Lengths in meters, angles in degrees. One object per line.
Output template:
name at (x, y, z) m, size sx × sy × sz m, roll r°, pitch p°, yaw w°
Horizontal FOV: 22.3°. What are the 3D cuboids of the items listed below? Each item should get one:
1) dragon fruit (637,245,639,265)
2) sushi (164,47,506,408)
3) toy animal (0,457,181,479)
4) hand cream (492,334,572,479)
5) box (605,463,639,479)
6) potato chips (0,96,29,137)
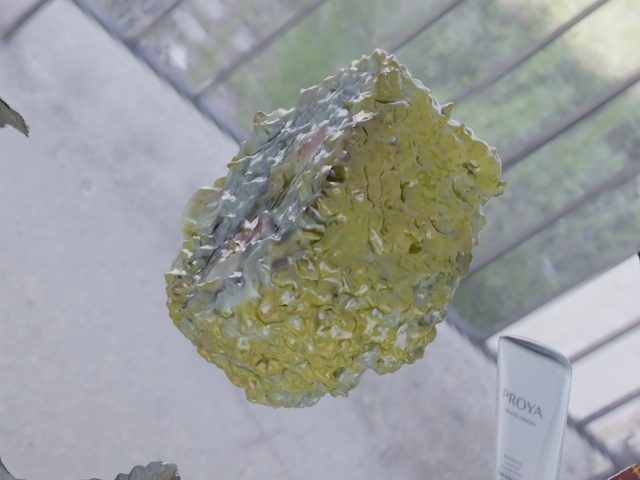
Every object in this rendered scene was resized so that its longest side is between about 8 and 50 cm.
dragon fruit at (0.360, 0.003, 1.361) m, size 0.182 × 0.189 × 0.182 m, roll 41°, pitch 32°, yaw -32°
sushi at (0.000, 0.000, 1.933) m, size 0.240 × 0.351 × 0.396 m, roll 41°, pitch 56°, yaw -24°
toy animal at (-0.296, 0.275, 1.500) m, size 0.160 × 0.272 × 0.197 m, roll 38°, pitch 54°, yaw -31°
hand cream at (0.176, 0.201, 1.380) m, size 0.048 × 0.079 × 0.255 m, roll -23°, pitch 123°, yaw -41°
box at (0.214, 0.208, 1.213) m, size 0.082 × 0.023 × 0.051 m, roll -25°, pitch 75°, yaw -19°
potato chips at (-0.380, -0.138, 1.702) m, size 0.142 × 0.209 × 0.026 m, roll 47°, pitch 61°, yaw -66°
